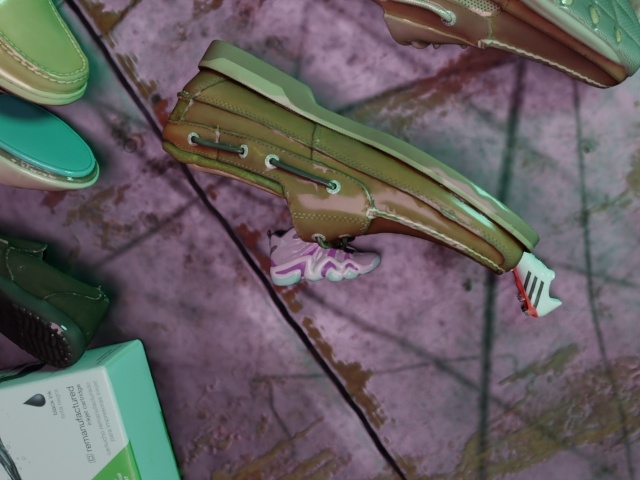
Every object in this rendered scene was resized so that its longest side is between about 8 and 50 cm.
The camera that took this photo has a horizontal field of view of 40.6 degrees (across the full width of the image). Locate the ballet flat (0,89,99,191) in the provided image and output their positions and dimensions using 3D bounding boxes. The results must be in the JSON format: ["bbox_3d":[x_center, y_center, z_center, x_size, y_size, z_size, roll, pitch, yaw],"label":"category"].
[{"bbox_3d":[-0.306,-0.102,0.757,0.248,0.086,0.086,36,103,3],"label":"ballet flat"}]

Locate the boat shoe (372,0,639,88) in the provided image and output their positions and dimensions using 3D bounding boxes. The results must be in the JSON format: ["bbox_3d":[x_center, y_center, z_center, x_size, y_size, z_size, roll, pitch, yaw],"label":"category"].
[{"bbox_3d":[0.096,-0.208,0.660,0.324,0.123,0.116,31,137,-6],"label":"boat shoe"}]

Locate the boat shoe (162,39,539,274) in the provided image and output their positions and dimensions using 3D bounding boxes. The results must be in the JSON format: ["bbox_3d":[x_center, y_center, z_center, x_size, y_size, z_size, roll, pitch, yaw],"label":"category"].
[{"bbox_3d":[0.017,-0.041,0.688,0.307,0.111,0.104,30,87,15],"label":"boat shoe"}]

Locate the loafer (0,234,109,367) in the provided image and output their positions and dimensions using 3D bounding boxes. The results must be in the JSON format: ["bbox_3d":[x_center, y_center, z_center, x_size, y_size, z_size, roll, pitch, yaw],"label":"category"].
[{"bbox_3d":[-0.282,0.034,0.779,0.220,0.078,0.080,32,132,14],"label":"loafer"}]

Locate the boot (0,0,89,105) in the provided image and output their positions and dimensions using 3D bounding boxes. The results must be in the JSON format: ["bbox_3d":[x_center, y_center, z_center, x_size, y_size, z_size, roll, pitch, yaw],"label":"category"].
[{"bbox_3d":[-0.241,-0.257,0.676,0.203,0.095,0.262,-40,86,33],"label":"boot"}]

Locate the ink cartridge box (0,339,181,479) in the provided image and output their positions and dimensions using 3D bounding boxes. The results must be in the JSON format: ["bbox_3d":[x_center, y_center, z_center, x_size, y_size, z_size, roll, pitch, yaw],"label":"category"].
[{"bbox_3d":[-0.252,0.191,0.788,0.208,0.087,0.153,-14,97,12],"label":"ink cartridge box"}]

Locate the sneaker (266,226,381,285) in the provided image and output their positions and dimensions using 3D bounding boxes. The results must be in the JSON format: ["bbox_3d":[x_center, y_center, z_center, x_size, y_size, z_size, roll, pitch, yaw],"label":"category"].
[{"bbox_3d":[0.000,0.000,0.739,0.098,0.038,0.069,-8,100,10],"label":"sneaker"}]

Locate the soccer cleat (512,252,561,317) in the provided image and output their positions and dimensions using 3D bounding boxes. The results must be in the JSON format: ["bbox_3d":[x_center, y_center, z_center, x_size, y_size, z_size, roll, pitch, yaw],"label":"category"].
[{"bbox_3d":[0.176,0.024,0.723,0.035,0.029,0.083,-20,100,3],"label":"soccer cleat"}]
